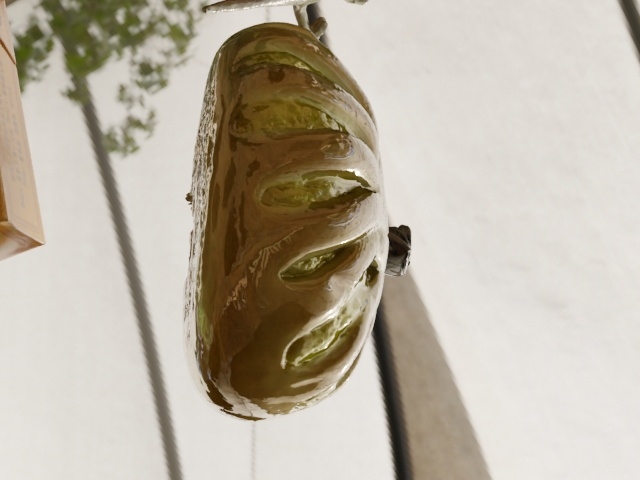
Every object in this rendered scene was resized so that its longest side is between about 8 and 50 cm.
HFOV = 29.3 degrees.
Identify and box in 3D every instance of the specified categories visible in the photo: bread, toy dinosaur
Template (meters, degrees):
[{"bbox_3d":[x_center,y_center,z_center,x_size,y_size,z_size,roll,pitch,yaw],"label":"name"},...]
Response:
[{"bbox_3d":[-0.027,-0.016,1.006,0.160,0.333,0.333,4,-167,-9],"label":"bread"},{"bbox_3d":[-0.034,-0.307,1.428,0.072,0.200,0.251,18,-108,44],"label":"toy dinosaur"}]

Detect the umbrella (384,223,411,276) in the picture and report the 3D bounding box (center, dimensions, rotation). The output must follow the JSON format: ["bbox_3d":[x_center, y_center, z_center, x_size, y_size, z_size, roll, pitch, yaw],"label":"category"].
[{"bbox_3d":[0.000,-0.001,1.496,0.080,0.224,0.071,107,-14,-57],"label":"umbrella"}]

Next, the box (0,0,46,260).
[{"bbox_3d":[-0.368,-0.100,1.147,0.174,0.274,0.076,-19,158,11],"label":"box"}]
